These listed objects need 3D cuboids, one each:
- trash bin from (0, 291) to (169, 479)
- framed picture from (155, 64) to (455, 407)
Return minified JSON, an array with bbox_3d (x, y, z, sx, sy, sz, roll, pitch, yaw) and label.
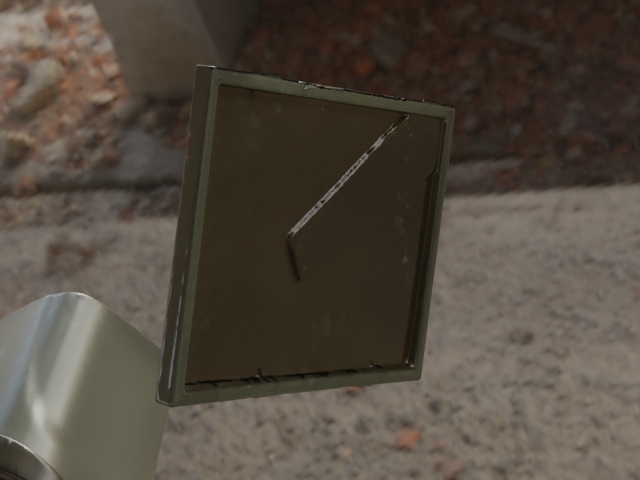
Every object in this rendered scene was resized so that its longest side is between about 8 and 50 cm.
[{"bbox_3d":[-0.263,0.206,1.522,0.220,0.219,0.250,-23,37,36],"label":"trash bin"},{"bbox_3d":[0.000,0.000,0.908,0.016,0.184,0.250,10,6,35],"label":"framed picture"}]
